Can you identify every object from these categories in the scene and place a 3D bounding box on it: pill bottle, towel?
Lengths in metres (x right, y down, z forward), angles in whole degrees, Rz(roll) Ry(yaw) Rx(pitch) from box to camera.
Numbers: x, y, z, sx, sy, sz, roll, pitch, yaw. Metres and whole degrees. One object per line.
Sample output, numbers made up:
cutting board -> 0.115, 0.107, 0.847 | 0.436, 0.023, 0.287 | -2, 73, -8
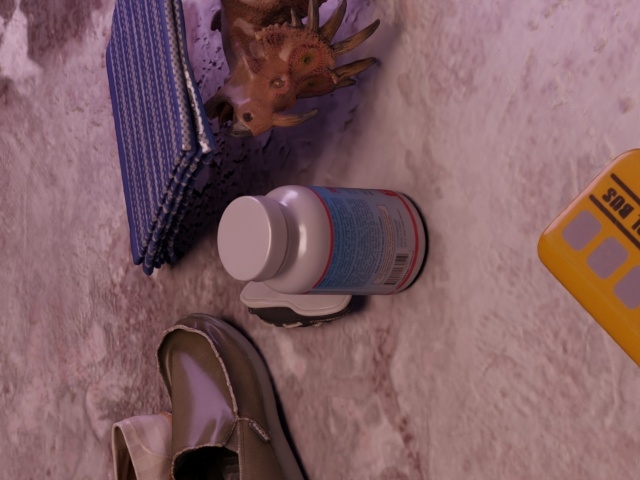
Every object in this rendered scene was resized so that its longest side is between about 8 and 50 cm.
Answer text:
pill bottle -> 0.000, 0.000, 1.555 | 0.087, 0.160, 0.087 | -3, 87, 48
towel -> -0.141, -0.129, 1.707 | 0.336, 0.040, 0.243 | 123, 139, -68

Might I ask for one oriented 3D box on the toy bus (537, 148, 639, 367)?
toy bus -> 0.282, 0.071, 1.232 | 0.130, 0.108, 0.333 | -45, 44, 6

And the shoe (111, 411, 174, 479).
shoe -> -0.166, 0.268, 1.806 | 0.076, 0.058, 0.219 | -2, 87, 48

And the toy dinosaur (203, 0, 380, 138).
toy dinosaur -> -0.013, -0.230, 1.617 | 0.200, 0.127, 0.296 | 34, 101, 36

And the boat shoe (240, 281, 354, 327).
boat shoe -> -0.015, 0.055, 1.662 | 0.125, 0.038, 0.046 | -2, 45, 43

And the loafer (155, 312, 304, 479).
loafer -> -0.087, 0.168, 1.700 | 0.094, 0.087, 0.251 | -52, 53, 33
